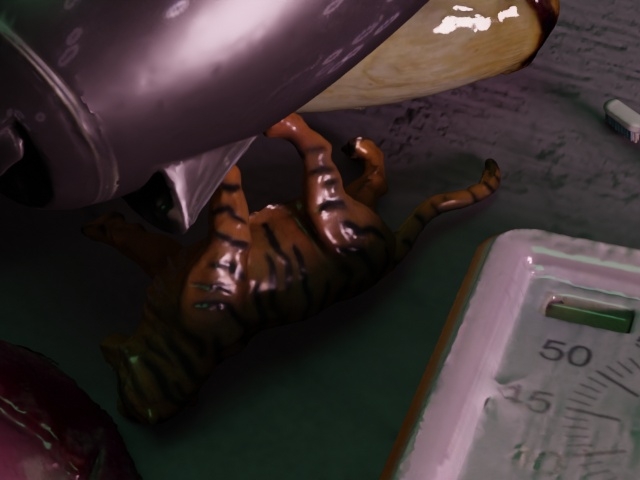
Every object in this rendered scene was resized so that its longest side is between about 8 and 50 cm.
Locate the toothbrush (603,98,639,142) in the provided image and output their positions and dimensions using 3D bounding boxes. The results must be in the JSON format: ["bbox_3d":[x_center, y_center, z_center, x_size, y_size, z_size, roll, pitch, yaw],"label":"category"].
[{"bbox_3d":[0.228,-0.015,0.952,0.017,0.022,0.204,-39,61,-17],"label":"toothbrush"}]

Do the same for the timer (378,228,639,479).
[{"bbox_3d":[0.172,0.109,0.789,0.257,0.161,0.250,12,47,12],"label":"timer"}]

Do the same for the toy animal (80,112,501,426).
[{"bbox_3d":[0.002,-0.002,0.914,0.255,0.114,0.116,-20,78,-24],"label":"toy animal"}]

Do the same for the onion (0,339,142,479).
[{"bbox_3d":[-0.209,0.130,0.825,0.247,0.111,0.250,-22,54,-10],"label":"onion"}]

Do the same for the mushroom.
[{"bbox_3d":[-0.033,-0.113,0.986,0.333,0.107,0.087,-6,56,-1],"label":"mushroom"}]

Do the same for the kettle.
[{"bbox_3d":[-0.093,-0.157,0.808,0.268,0.207,0.290,47,66,-7],"label":"kettle"}]
